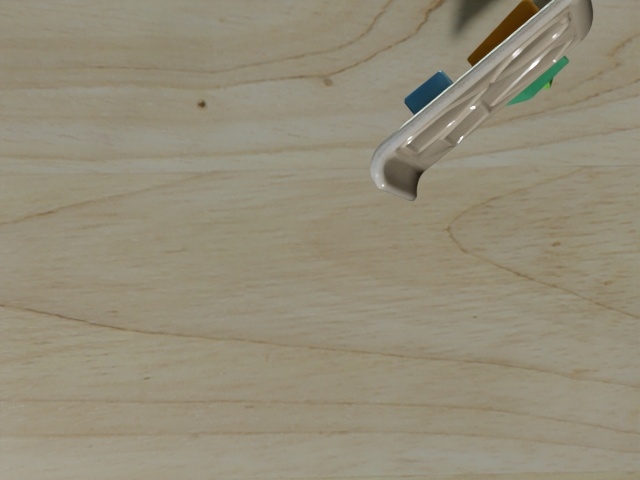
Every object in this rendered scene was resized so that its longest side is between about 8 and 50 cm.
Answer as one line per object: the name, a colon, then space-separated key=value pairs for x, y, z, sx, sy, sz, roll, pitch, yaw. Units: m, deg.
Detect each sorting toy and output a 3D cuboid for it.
sorting toy: x=0.037 y=-0.034 z=0.389 sx=0.062 sy=0.083 sz=0.012 roll=-44 pitch=-98 yaw=6
sorting toy: x=-0.025 y=0.011 z=0.492 sx=0.257 sy=0.089 sz=0.255 roll=-1 pitch=-73 yaw=-2
